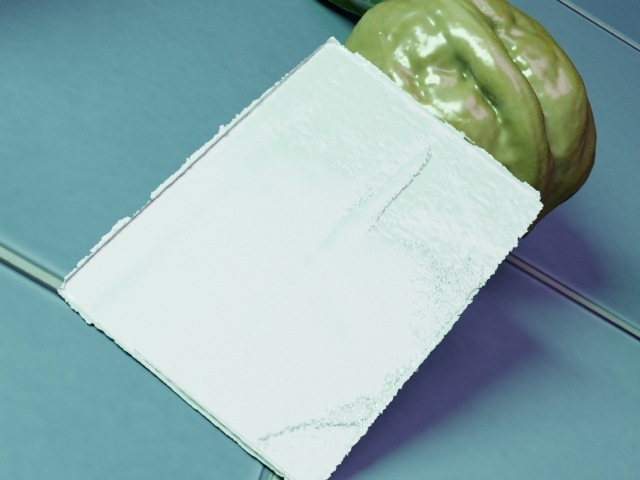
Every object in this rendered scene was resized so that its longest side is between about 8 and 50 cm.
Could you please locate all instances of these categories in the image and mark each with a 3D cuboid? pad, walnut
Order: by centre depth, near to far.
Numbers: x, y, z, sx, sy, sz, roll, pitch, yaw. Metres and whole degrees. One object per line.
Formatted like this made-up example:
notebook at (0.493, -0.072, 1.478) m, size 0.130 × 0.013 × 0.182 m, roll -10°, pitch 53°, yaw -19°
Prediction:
pad at (0.000, 0.000, 0.678) m, size 0.156 × 0.004 × 0.232 m, roll 38°, pitch 55°, yaw 8°
walnut at (0.081, -0.073, 0.815) m, size 0.166 × 0.149 × 0.167 m, roll 5°, pitch 69°, yaw -13°

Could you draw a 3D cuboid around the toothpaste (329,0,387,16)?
toothpaste at (0.063, -0.163, 0.955) m, size 0.078 × 0.047 × 0.248 m, roll -1°, pitch 23°, yaw -39°
